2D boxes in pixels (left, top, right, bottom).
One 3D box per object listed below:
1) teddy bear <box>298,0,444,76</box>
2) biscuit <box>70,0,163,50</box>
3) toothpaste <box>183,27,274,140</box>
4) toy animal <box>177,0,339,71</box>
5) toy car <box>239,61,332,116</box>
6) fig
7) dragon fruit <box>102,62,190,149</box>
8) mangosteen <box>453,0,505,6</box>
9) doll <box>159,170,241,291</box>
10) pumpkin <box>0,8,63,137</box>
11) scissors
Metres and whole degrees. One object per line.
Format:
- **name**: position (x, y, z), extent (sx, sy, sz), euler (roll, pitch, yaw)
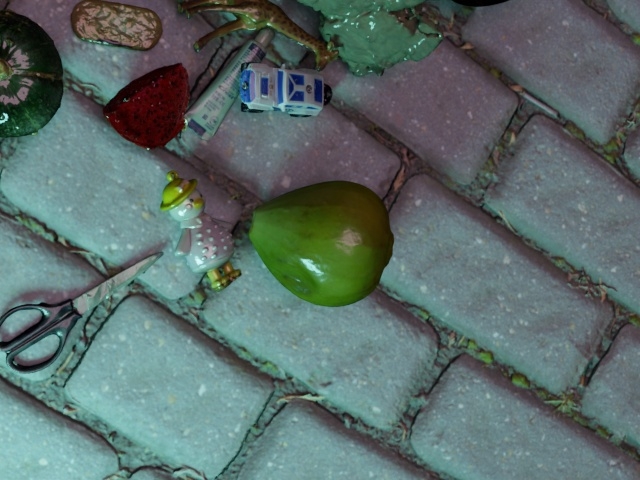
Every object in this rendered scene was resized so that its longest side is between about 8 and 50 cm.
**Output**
- **teddy bear**: position (0.057, -0.433, 1.639), extent (0.224, 0.357, 0.367), euler (-63, 150, -30)
- **biscuit**: position (-0.325, -0.344, 1.638), extent (0.147, 0.018, 0.071), euler (6, 87, -16)
- **toothpaste**: position (-0.146, -0.265, 1.687), extent (0.062, 0.037, 0.216), euler (38, 82, -19)
- **toy animal**: position (-0.102, -0.353, 1.657), extent (0.275, 0.054, 0.149), euler (11, 57, -9)
- **toy car**: position (-0.054, -0.247, 1.683), extent (0.170, 0.070, 0.080), euler (0, 91, -39)
- **fig**: position (0.004, 0.009, 1.661), extent (0.230, 0.207, 0.207), euler (-15, 96, 7)
- **dragon fruit**: position (-0.276, -0.202, 1.630), extent (0.162, 0.083, 0.106), euler (-44, 123, -30)
- **mangosteen**: position (0.283, -0.541, 1.686), extent (0.297, 0.297, 0.293), euler (-16, 88, -16)
- **doll**: position (-0.197, -0.019, 1.655), extent (0.129, 0.081, 0.207), euler (-33, 99, -45)
- **pumpkin**: position (-0.475, -0.246, 1.526), extent (0.190, 0.146, 0.190), euler (2, 71, -6)
- **scissors**: position (-0.378, 0.099, 1.631), extent (0.300, 0.022, 0.109), euler (-34, 105, -15)
